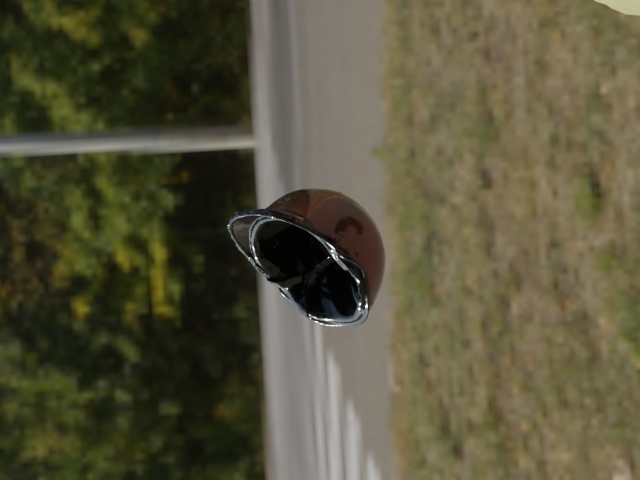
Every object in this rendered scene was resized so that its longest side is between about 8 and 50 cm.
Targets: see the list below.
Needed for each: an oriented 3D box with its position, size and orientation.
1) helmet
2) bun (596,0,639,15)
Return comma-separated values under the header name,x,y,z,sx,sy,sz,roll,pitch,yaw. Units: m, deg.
name,x,y,z,sx,sy,sz,roll,pitch,yaw
helmet,0.000,-0.002,0.837,0.084,0.065,0.049,50,-124,-26
bun,0.121,-0.216,0.324,0.361,0.213,0.361,-54,-16,-23
